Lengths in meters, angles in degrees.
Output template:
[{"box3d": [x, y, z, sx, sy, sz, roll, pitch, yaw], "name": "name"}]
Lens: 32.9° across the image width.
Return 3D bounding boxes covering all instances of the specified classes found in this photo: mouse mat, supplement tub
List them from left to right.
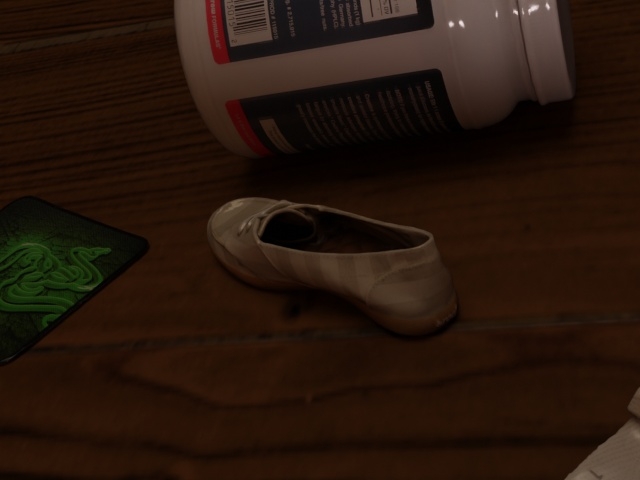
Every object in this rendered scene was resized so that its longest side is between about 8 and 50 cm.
[{"box3d": [-0.243, 0.024, 0.854, 0.190, 0.007, 0.152, 18, 49, 40], "name": "mouse mat"}, {"box3d": [0.045, -0.170, 0.821, 0.272, 0.191, 0.191, -6, 37, 17], "name": "supplement tub"}]

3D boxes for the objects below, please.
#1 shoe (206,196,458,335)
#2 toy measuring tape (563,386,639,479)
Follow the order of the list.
[{"box3d": [0.000, 0.000, 0.725, 0.219, 0.058, 0.076, 18, 49, 41], "name": "shoe"}, {"box3d": [0.047, 0.136, 0.469, 0.330, 0.121, 0.121, -34, 37, -21], "name": "toy measuring tape"}]
